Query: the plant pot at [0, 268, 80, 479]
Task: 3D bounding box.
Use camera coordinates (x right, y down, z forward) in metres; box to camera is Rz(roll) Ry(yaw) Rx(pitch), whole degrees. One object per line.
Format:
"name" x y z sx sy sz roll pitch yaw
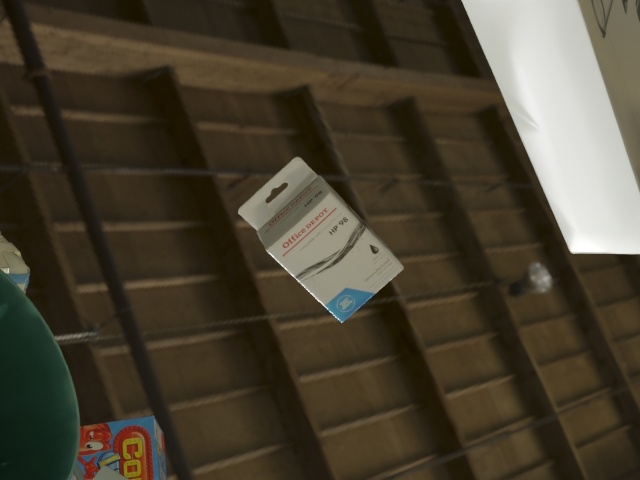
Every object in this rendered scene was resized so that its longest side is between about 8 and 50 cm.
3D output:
"plant pot" -0.411 0.169 0.997 0.293 0.235 0.293 50 -159 -27

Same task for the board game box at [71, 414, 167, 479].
"board game box" -0.383 0.441 1.634 0.086 0.302 0.308 84 177 -60

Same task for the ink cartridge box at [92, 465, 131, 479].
"ink cartridge box" -0.153 0.375 1.013 0.275 0.060 0.239 30 -141 2

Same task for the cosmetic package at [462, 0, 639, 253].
"cosmetic package" 0.239 -0.208 0.946 0.377 0.098 0.284 54 -132 -45

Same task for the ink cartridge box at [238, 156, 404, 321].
"ink cartridge box" 0.000 0.000 1.279 0.180 0.104 0.060 44 -173 -27

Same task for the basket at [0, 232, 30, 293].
"basket" -0.503 0.115 1.321 0.255 0.288 0.201 5 -147 -44
